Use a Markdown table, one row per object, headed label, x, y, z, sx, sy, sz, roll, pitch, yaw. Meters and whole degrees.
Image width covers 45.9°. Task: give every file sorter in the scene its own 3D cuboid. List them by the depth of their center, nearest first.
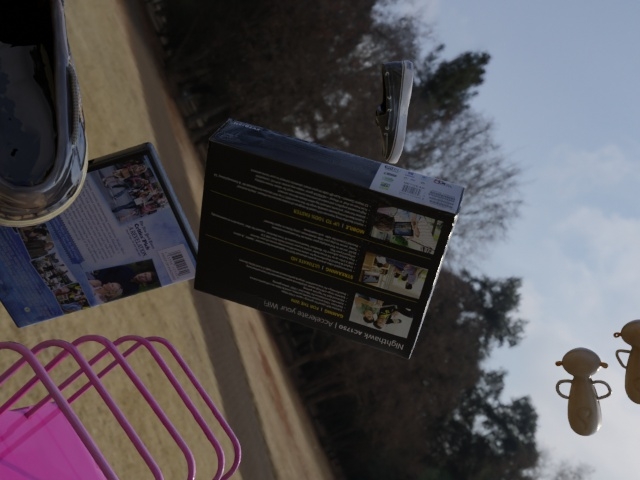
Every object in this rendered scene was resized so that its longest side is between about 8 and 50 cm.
| label | x | y | z | sx | sy | sz | roll | pitch | yaw |
| --- | --- | --- | --- | --- | --- | --- | --- | --- | --- |
| file sorter | -0.225 | 0.209 | 0.727 | 0.202 | 0.182 | 0.290 | 52 | 7 | 12 |

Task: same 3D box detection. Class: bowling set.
| label | x | y | z | sx | sy | sz | roll | pitch | yaw |
| --- | --- | --- | --- | --- | --- | --- | --- | --- | --- |
| bowling set | 0.471 | 0.160 | 1.018 | 0.200 | 0.286 | 0.154 | -46 | 130 | -59 |

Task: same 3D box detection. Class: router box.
| label | x | y | z | sx | sy | sz | roll | pitch | yaw |
| --- | --- | --- | --- | --- | --- | --- | --- | --- | --- |
| router box | 0.000 | 0.000 | 0.554 | 0.046 | 0.178 | 0.133 | -60 | 166 | -56 |

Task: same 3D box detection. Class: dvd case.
| label | x | y | z | sx | sy | sz | roll | pitch | yaw |
| --- | --- | --- | --- | --- | --- | --- | --- | --- | --- |
| dvd case | -0.282 | -0.001 | 0.889 | 0.022 | 0.252 | 0.180 | -97 | 170 | -58 |

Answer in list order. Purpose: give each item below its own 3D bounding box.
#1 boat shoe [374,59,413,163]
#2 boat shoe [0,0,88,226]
| label | x | y | z | sx | sy | sz | roll | pitch | yaw |
| --- | --- | --- | --- | --- | --- | --- | --- | --- | --- |
| boat shoe | 0.090 | -0.166 | 0.980 | 0.049 | 0.040 | 0.142 | -95 | -171 | -56 |
| boat shoe | -0.227 | -0.185 | 0.499 | 0.130 | 0.132 | 0.356 | 2 | -69 | 62 |
